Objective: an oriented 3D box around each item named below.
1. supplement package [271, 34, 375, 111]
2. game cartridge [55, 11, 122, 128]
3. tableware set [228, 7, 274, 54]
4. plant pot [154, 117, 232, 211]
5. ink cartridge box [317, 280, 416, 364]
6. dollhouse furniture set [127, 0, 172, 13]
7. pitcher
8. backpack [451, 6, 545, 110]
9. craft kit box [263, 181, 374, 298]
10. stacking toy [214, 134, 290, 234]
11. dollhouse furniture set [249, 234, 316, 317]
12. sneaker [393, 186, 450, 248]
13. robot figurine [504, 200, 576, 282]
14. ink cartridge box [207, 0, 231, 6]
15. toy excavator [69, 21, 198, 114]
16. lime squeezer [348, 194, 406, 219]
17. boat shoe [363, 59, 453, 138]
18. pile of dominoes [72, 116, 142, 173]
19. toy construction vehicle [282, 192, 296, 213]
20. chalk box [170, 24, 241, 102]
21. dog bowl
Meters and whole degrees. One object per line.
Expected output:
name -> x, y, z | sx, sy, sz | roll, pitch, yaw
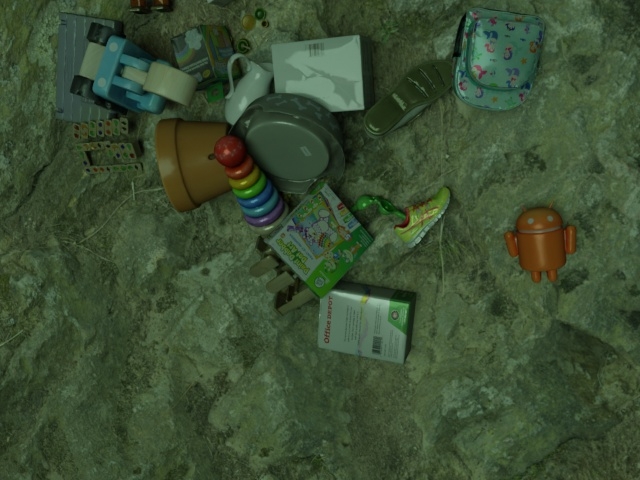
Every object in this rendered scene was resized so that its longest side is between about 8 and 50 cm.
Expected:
supplement package -> 0.011, -0.473, 1.807 | 0.261, 0.145, 0.204 | 0, 103, 18
game cartridge -> -0.776, -0.566, 2.099 | 0.230, 0.068, 0.355 | 13, 106, 11
tableware set -> -0.222, -0.637, 1.913 | 0.154, 0.024, 0.104 | -24, 94, 22
plant pot -> -0.363, -0.245, 1.930 | 0.203, 0.291, 0.291 | -9, 100, 4
ink cartridge box -> 0.143, 0.248, 1.942 | 0.278, 0.117, 0.202 | 8, 104, 17
dollhouse furniture set -> -0.586, -0.843, 1.955 | 0.259, 0.135, 0.262 | -2, 102, 8
pitcher -> -0.229, -0.448, 1.882 | 0.125, 0.177, 0.207 | 48, 117, 46
backpack -> 0.459, -0.467, 1.637 | 0.225, 0.191, 0.254 | 10, 111, 2
craft kit box -> 0.000, 0.000, 1.854 | 0.247, 0.061, 0.250 | -46, 113, -9
stacking toy -> -0.208, -0.169, 1.828 | 0.141, 0.141, 0.330 | -6, 138, 20
dollhouse furniture set -> -0.134, 0.098, 1.957 | 0.161, 0.212, 0.242 | -32, 116, 22
sneaker -> 0.294, -0.081, 1.816 | 0.094, 0.081, 0.208 | 38, 98, -6
robot figurine -> 0.606, 0.004, 1.726 | 0.158, 0.128, 0.220 | 7, 108, 57
ink cartridge box -> -0.252, -0.829, 1.838 | 0.237, 0.100, 0.172 | -23, 95, 22
toy excavator -> -0.511, -0.472, 1.837 | 0.444, 0.433, 0.223 | 19, 92, 10
lime squeezer -> 0.171, -0.081, 1.892 | 0.310, 0.059, 0.110 | 6, 104, 16
boat shoe -> 0.248, -0.399, 1.767 | 0.302, 0.103, 0.113 | -34, 85, 2
pile of dominoes -> -0.731, -0.311, 2.116 | 0.251, 0.040, 0.196 | -1, 122, 18
toy construction vehicle -> -0.123, -0.108, 1.995 | 0.085, 0.035, 0.098 | -3, 101, 19
chalk box -> -0.341, -0.532, 1.909 | 0.132, 0.132, 0.213 | -11, 100, 32
dog bowl -> -0.089, -0.282, 1.815 | 0.348, 0.102, 0.349 | 10, 148, 6
